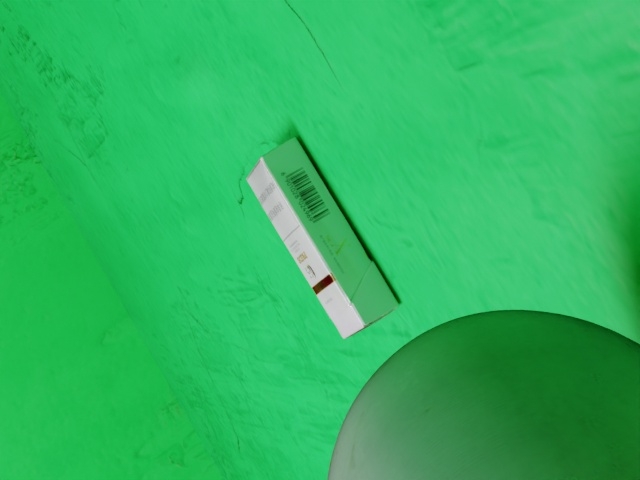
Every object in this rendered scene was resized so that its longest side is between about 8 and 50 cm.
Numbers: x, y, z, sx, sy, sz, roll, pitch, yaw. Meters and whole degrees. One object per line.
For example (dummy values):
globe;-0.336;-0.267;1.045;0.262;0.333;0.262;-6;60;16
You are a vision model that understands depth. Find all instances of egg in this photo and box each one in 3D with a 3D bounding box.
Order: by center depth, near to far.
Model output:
egg;0.145;0.200;0.892;0.371;0.230;0.230;56;168;-16

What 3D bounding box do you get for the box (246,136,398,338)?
box;0.000;0.000;1.381;0.154;0.040;0.084;58;164;3
